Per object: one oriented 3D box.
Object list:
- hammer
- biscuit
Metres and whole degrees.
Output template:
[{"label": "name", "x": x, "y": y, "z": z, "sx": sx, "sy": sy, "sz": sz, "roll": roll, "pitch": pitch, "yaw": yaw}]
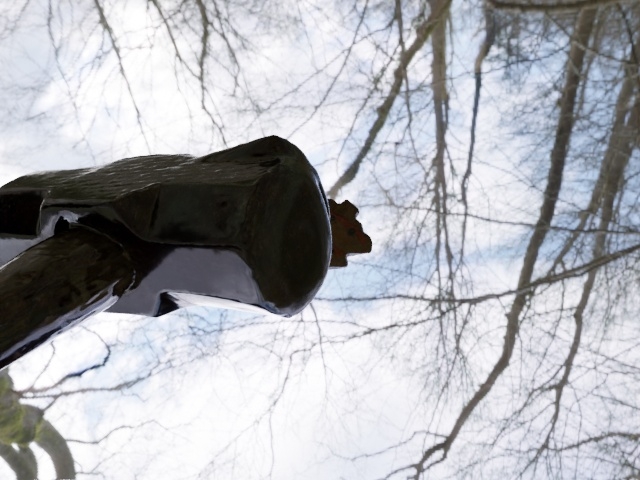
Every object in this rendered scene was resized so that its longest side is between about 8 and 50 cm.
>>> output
[{"label": "hammer", "x": -0.189, "y": 0.058, "z": 0.281, "sx": 0.243, "sy": 0.095, "sz": 0.409, "roll": 1, "pitch": -154, "yaw": 33}, {"label": "biscuit", "x": 0.000, "y": 0.000, "z": 0.794, "sx": 0.119, "sy": 0.019, "sz": 0.130, "roll": 40, "pitch": -96, "yaw": 12}]
